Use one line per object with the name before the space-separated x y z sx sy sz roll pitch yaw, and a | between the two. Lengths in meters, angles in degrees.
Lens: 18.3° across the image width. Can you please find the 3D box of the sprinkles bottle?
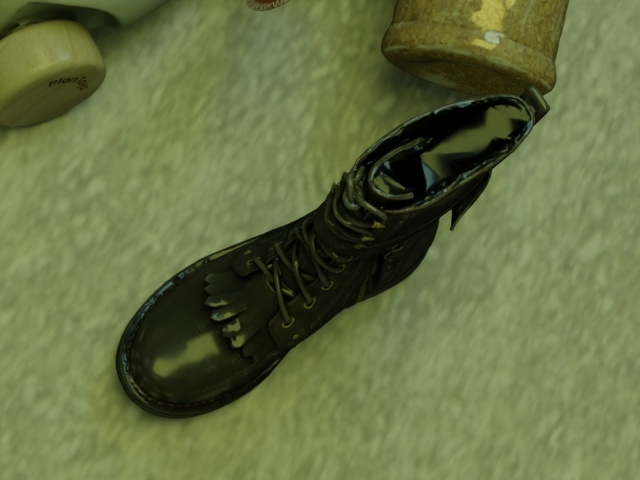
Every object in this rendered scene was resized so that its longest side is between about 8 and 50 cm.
sprinkles bottle | 0.137 -0.278 1.326 0.121 0.121 0.355 15 83 -9

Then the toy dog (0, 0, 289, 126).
toy dog | -0.102 -0.214 1.269 0.334 0.161 0.220 -43 84 -13

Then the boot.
boot | 0.000 0.000 1.209 0.263 0.229 0.091 -33 84 -21
